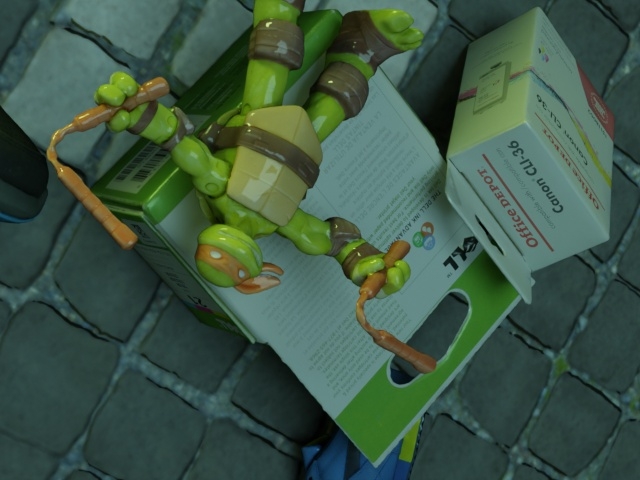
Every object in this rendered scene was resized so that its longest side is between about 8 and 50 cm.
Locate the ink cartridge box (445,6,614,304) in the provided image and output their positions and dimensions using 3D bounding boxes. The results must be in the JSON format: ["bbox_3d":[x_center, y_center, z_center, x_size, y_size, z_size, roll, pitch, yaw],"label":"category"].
[{"bbox_3d":[0.151,-0.062,1.009,0.115,0.067,0.198,49,33,-25],"label":"ink cartridge box"}]

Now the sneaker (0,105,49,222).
[{"bbox_3d":[-0.257,-0.149,0.797,0.139,0.125,0.341,-50,117,-18],"label":"sneaker"}]

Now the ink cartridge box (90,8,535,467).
[{"bbox_3d":[0.000,0.000,0.976,0.189,0.097,0.255,-47,116,-17],"label":"ink cartridge box"}]

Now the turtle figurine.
[{"bbox_3d":[-0.017,-0.050,0.854,0.270,0.087,0.217,30,72,-19],"label":"turtle figurine"}]

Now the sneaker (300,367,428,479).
[{"bbox_3d":[0.020,0.189,1.035,0.082,0.069,0.209,12,99,3],"label":"sneaker"}]
